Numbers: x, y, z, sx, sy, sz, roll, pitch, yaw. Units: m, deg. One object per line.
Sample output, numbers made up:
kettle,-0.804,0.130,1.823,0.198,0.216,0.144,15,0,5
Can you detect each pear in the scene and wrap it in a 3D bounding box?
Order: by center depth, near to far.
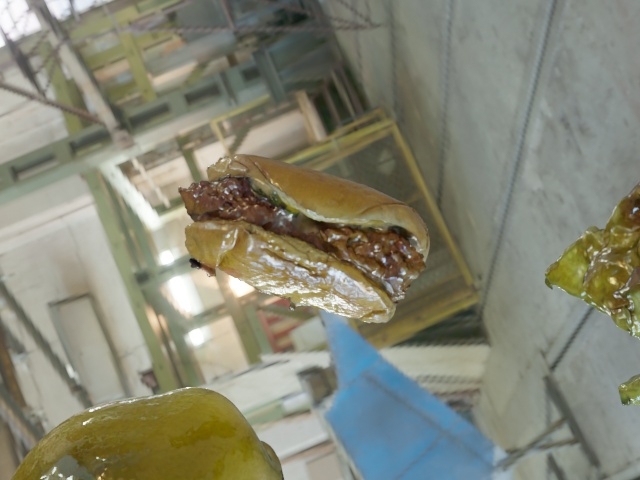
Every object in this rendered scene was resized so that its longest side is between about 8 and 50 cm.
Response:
pear,-0.244,0.343,1.246,0.340,0.386,0.191,38,170,27

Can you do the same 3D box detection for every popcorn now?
popcorn,0.494,0.071,1.381,0.321,0.290,0.326,153,124,-81

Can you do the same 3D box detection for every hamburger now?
hamburger,0.000,0.000,1.201,0.282,0.245,0.155,38,-119,-53
